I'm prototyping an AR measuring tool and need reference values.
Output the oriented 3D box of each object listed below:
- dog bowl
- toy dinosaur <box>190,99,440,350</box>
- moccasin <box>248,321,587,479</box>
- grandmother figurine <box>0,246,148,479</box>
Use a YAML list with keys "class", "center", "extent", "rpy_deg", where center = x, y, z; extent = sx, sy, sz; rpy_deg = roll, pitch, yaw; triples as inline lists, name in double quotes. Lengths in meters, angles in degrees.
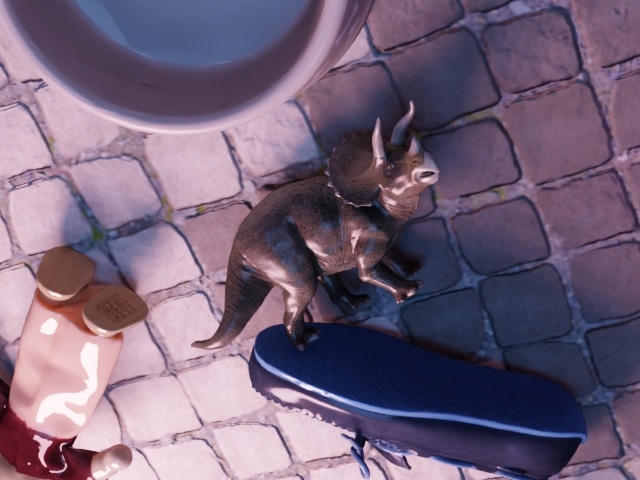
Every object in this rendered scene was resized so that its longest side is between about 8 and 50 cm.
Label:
- class: "dog bowl"
  center: [-0.121, -0.244, 0.945]
  extent: [0.348, 0.102, 0.349]
  rpy_deg: [4, 119, 6]
- class: "toy dinosaur"
  center: [0.000, 0.000, 1.073]
  extent: [0.313, 0.121, 0.160]
  rpy_deg: [-27, 100, 25]
- class: "moccasin"
  center: [0.089, 0.181, 1.130]
  extent: [0.342, 0.138, 0.117]
  rpy_deg: [17, 124, -1]
- class: "grandmother figurine"
  center: [-0.285, 0.182, 1.208]
  extent: [0.208, 0.104, 0.342]
  rpy_deg: [40, 123, 17]
